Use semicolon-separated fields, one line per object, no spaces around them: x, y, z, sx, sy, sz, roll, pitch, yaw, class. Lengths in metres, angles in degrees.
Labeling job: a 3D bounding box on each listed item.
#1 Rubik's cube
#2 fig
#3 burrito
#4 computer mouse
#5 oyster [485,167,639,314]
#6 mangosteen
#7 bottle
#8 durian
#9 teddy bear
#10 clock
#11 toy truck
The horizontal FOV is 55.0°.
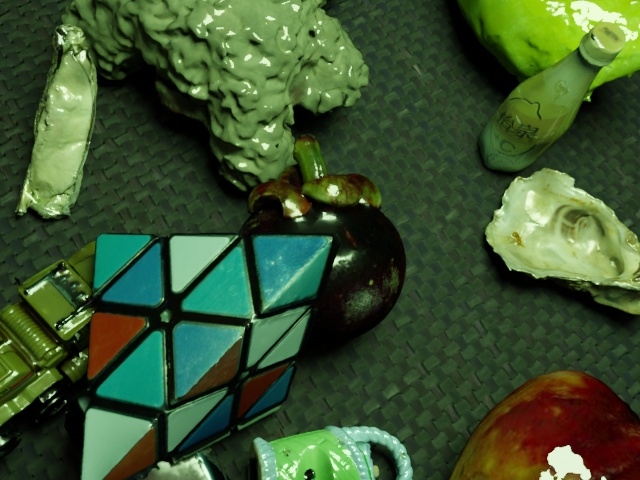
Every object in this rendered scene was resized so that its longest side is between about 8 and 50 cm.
-0.112;0.112;0.635;0.250;0.234;0.284;30;75;40;Rubik's cube
0.250;0.260;0.624;0.263;0.224;0.224;-23;77;-27;fig
-0.304;-0.134;0.720;0.063;0.058;0.229;22;100;30;burrito
-0.155;0.232;0.622;0.233;0.137;0.096;45;74;2;computer mouse
0.330;0.015;0.782;0.233;0.107;0.161;27;76;21;oyster
0.000;0.000;0.679;0.194;0.194;0.230;4;100;-6;mangosteen
0.267;-0.160;0.726;0.083;0.269;0.083;2;74;-7;bottle
0.294;-0.326;0.816;0.340;0.256;0.204;41;113;5;durian
-0.082;-0.289;0.783;0.357;0.224;0.367;37;57;6;teddy bear
0.024;0.295;0.645;0.196;0.100;0.193;4;73;-15;clock
-0.287;0.096;0.635;0.127;0.127;0.257;43;57;10;toy truck
